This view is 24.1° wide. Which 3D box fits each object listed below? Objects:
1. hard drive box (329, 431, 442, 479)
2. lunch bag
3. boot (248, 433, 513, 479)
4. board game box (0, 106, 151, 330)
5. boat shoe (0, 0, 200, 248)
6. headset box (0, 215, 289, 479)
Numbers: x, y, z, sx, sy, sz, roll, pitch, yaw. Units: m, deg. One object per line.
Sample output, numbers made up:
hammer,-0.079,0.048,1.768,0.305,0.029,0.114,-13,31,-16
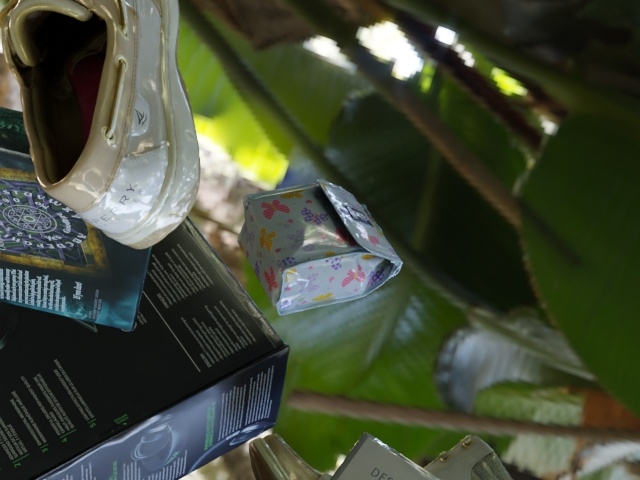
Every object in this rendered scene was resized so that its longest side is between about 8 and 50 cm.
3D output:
hard drive box,0.040,0.278,1.007,0.232,0.181,0.089,-52,159,-17
lunch bag,0.000,0.000,0.925,0.053,0.083,0.071,103,-31,-41
boot,0.058,0.206,1.224,0.165,0.213,0.077,-35,150,-20
board game box,-0.145,-0.010,0.744,0.186,0.126,0.026,116,-14,-64
boat shoe,-0.091,-0.078,0.573,0.063,0.059,0.170,-37,-127,25
headset box,-0.210,0.084,1.104,0.246,0.283,0.131,50,-27,25
